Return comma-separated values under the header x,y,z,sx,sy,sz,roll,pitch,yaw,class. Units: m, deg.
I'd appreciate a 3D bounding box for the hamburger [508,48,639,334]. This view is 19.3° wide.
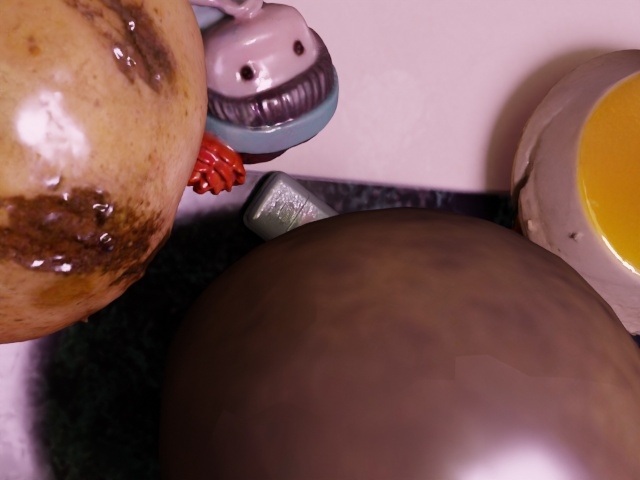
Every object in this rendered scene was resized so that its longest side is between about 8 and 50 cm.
x,y,z,sx,sy,sz,roll,pitch,yaw,class
0.288,-0.034,1.478,0.295,0.151,0.227,9,82,-18,hamburger

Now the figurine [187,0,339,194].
x,y,z,sx,sy,sz,roll,pitch,yaw,class
-0.082,-0.164,1.346,0.138,0.110,0.245,-26,98,-10,figurine

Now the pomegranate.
x,y,z,sx,sy,sz,roll,pitch,yaw,class
-0.219,-0.087,1.175,0.322,0.322,0.322,-1,91,-22,pomegranate

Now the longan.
x,y,z,sx,sy,sz,roll,pitch,yaw,class
0.073,0.152,1.272,0.404,0.404,0.336,23,83,-21,longan

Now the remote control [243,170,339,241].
x,y,z,sx,sy,sz,roll,pitch,yaw,class
0.000,0.000,1.426,0.124,0.018,0.053,36,79,-19,remote control
